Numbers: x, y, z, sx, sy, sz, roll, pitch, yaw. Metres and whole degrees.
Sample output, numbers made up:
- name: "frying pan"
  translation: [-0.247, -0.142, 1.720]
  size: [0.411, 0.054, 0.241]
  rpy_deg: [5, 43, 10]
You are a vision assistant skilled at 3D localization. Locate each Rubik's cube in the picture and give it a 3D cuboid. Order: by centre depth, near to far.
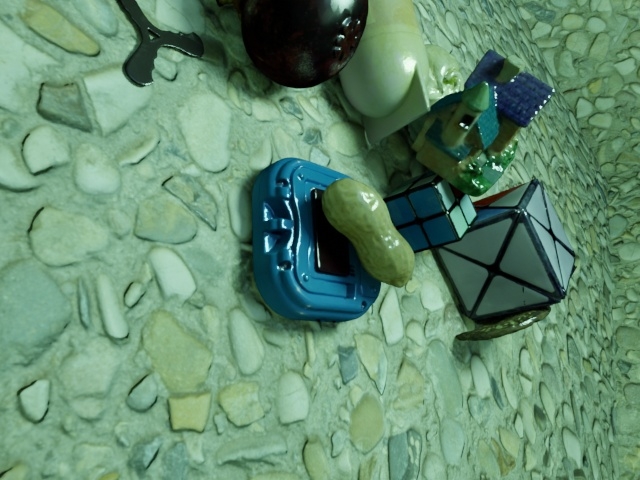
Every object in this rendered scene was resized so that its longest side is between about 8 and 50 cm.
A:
- name: "Rubik's cube"
  translation: [0.306, -0.088, 1.390]
  size: [0.180, 0.167, 0.183]
  rpy_deg: [-36, 104, -49]
- name: "Rubik's cube"
  translation: [0.560, 0.032, 1.530]
  size: [0.307, 0.305, 0.309]
  rpy_deg: [-35, 100, -51]

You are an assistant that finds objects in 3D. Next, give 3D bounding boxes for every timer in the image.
- name: "timer"
  translation: [0.000, 0.000, 1.060]
  size: [0.309, 0.115, 0.339]
  rpy_deg: [13, 67, -42]

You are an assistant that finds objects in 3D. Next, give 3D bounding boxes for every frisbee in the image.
- name: "frisbee"
  translation: [-0.320, -0.394, 0.933]
  size: [0.187, 0.012, 0.211]
  rpy_deg: [57, 43, -15]

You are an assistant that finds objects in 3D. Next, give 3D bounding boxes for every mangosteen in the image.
- name: "mangosteen"
  translation: [-0.046, -0.482, 1.076]
  size: [0.297, 0.293, 0.296]
  rpy_deg: [-25, 129, -34]

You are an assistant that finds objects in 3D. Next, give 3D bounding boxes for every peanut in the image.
- name: "peanut"
  translation: [0.103, -0.015, 1.013]
  size: [0.274, 0.111, 0.125]
  rpy_deg: [55, 28, -23]

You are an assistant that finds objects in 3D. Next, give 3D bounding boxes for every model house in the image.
- name: "model house"
  translation: [0.426, -0.316, 1.287]
  size: [0.245, 0.280, 0.312]
  rpy_deg: [40, 46, 12]

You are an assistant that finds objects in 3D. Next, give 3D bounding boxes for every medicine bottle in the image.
- name: "medicine bottle"
  translation: [0.158, -0.480, 1.323]
  size: [0.236, 0.236, 0.405]
  rpy_deg: [-1, 76, -48]

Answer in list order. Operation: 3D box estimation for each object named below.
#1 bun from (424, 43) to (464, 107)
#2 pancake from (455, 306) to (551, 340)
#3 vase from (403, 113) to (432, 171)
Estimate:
- name: "bun"
  translation: [0.373, -0.504, 1.609]
  size: [0.259, 0.160, 0.258]
  rpy_deg: [3, 86, -44]
- name: "pancake"
  translation: [0.532, 0.237, 1.472]
  size: [0.288, 0.286, 0.033]
  rpy_deg: [91, -22, -85]
- name: "vase"
  translation: [0.347, -0.312, 1.543]
  size: [0.360, 0.165, 0.165]
  rpy_deg: [42, 48, -24]
